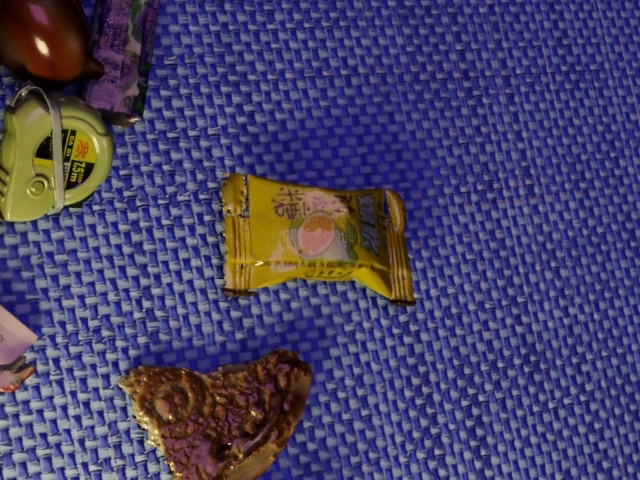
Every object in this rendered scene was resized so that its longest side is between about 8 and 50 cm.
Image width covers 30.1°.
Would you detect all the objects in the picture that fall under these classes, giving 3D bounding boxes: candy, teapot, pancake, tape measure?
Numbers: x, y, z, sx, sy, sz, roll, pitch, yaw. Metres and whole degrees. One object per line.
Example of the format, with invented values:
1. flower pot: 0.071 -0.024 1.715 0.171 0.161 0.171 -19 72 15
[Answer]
1. candy: 0.000 0.000 1.715 0.297 0.081 0.187 4 75 -25
2. teapot: -0.376 -0.304 1.546 0.135 0.178 0.252 -43 108 -28
3. pancake: -0.155 0.229 1.619 0.244 0.057 0.266 32 62 -6
4. candy: -0.274 -0.311 1.667 0.088 0.061 0.312 14 74 -23
5. tape measure: -0.348 -0.116 1.550 0.154 0.087 0.177 1 111 -31

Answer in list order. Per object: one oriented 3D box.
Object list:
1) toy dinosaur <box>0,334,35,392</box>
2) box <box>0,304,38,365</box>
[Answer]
1. toy dinosaur: -0.480 0.183 1.433 0.167 0.053 0.242 47 56 -14
2. box: -0.445 0.155 1.501 0.090 0.024 0.167 43 65 -10
